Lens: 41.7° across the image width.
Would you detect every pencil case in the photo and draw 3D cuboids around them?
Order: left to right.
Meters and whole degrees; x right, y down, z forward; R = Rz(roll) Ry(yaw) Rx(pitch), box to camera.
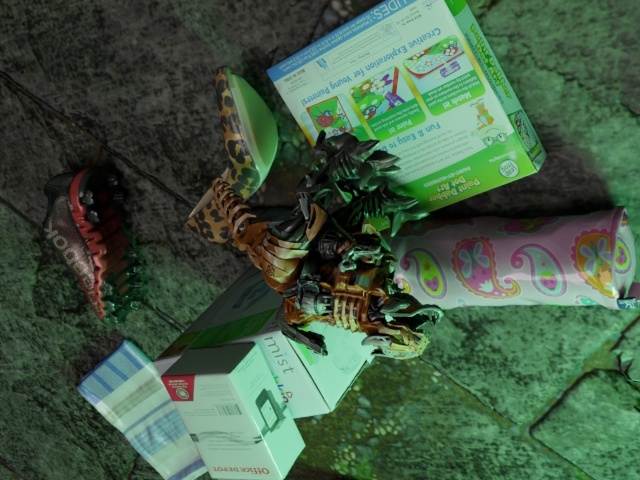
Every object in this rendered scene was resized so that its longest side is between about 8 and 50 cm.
[{"bbox_3d":[0.224,0.028,0.982,0.284,0.124,0.124,-2,117,30],"label":"pencil case"}]

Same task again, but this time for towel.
[{"bbox_3d":[-0.307,0.325,1.535,0.285,0.034,0.209,48,130,-5],"label":"towel"}]

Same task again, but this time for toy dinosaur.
[{"bbox_3d":[0.000,0.000,0.931,0.322,0.218,0.164,34,171,9],"label":"toy dinosaur"}]

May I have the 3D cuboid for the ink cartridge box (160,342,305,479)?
[{"bbox_3d":[-0.100,0.200,0.971,0.109,0.063,0.150,-9,113,34],"label":"ink cartridge box"}]

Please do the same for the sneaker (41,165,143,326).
[{"bbox_3d":[-0.365,0.009,1.327,0.135,0.097,0.276,7,120,26],"label":"sneaker"}]

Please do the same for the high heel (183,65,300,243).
[{"bbox_3d":[-0.143,-0.104,1.123,0.186,0.093,0.261,-4,126,25],"label":"high heel"}]

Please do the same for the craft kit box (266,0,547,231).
[{"bbox_3d":[0.097,-0.151,0.986,0.250,0.061,0.246,-21,105,38],"label":"craft kit box"}]

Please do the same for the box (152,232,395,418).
[{"bbox_3d":[-0.041,0.116,1.098,0.231,0.262,0.126,-19,108,38],"label":"box"}]
